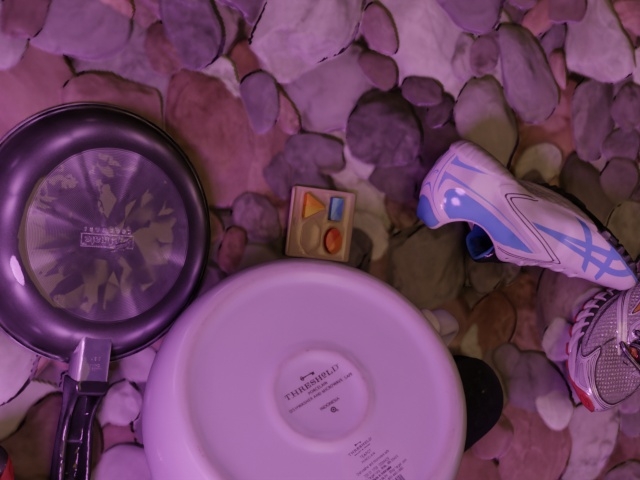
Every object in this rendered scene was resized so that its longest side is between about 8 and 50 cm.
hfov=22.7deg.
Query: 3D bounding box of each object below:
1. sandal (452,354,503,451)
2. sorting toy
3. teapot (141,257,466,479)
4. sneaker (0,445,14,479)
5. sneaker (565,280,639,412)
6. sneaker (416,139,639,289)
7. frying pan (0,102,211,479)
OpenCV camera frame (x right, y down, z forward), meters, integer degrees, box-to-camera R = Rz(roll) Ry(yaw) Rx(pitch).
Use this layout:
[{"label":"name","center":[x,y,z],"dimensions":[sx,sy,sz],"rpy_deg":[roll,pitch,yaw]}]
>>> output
[{"label":"sandal","center":[0.058,0.190,1.312],"dimensions":[0.254,0.054,0.097],"rpy_deg":[-46,113,-18]},{"label":"sorting toy","center":[0.000,0.000,1.290],"dimensions":[0.062,0.012,0.083],"rpy_deg":[7,90,-29]},{"label":"teapot","center":[-0.019,0.145,1.201],"dimensions":[0.256,0.187,0.252],"rpy_deg":[11,62,-10]},{"label":"sneaker","center":[-0.273,0.272,1.083],"dimensions":[0.135,0.098,0.276],"rpy_deg":[57,46,-29]},{"label":"sneaker","center":[0.305,0.065,1.418],"dimensions":[0.225,0.093,0.088],"rpy_deg":[-44,112,-18]},{"label":"sneaker","center":[0.178,-0.008,1.359],"dimensions":[0.237,0.085,0.086],"rpy_deg":[26,107,-31]},{"label":"frying pan","center":[-0.191,0.053,1.173],"dimensions":[0.197,0.053,0.326],"rpy_deg":[30,76,-27]}]
